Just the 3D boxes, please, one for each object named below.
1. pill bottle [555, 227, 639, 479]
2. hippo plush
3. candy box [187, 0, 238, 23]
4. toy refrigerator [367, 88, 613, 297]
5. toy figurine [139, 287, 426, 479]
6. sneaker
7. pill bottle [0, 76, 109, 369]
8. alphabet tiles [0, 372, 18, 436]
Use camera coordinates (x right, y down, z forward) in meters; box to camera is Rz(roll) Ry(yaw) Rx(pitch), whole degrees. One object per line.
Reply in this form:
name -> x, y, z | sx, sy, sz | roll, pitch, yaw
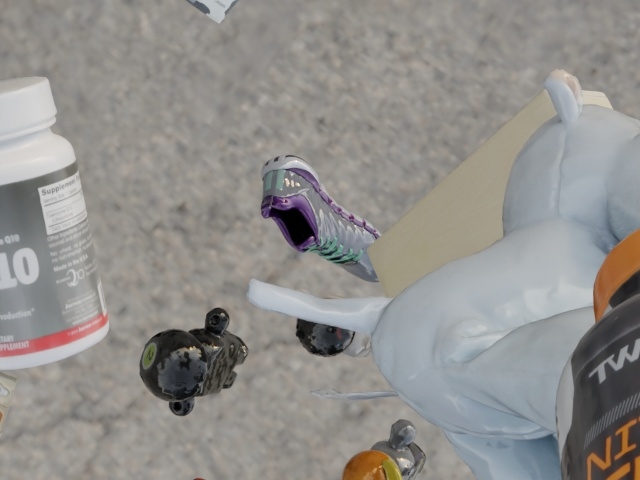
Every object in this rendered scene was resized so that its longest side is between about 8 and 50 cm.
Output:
pill bottle -> 0.151, 0.099, 0.565 | 0.130, 0.245, 0.130 | 1, 133, 1
hippo plush -> 0.167, 0.043, 1.014 | 0.236, 0.294, 0.234 | -55, 136, -24
candy box -> -0.184, -0.358, 1.796 | 0.071, 0.233, 0.159 | -47, 134, 12
toy refrigerator -> 0.171, -0.021, 1.494 | 0.094, 0.102, 0.269 | -1, 148, -42
toy figurine -> -0.029, 0.149, 1.338 | 0.210, 0.213, 0.148 | -15, 173, 16
sneaker -> 0.000, 0.000, 1.943 | 0.083, 0.098, 0.224 | -27, 124, 34
pill bottle -> -0.327, -0.020, 1.698 | 0.161, 0.161, 0.283 | -18, 106, -31
alphabet tiles -> -0.455, 0.208, 1.787 | 0.198, 0.009, 0.237 | 20, 123, -3
